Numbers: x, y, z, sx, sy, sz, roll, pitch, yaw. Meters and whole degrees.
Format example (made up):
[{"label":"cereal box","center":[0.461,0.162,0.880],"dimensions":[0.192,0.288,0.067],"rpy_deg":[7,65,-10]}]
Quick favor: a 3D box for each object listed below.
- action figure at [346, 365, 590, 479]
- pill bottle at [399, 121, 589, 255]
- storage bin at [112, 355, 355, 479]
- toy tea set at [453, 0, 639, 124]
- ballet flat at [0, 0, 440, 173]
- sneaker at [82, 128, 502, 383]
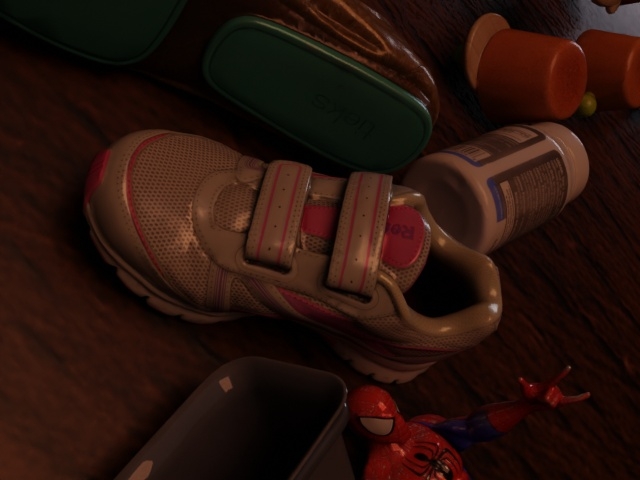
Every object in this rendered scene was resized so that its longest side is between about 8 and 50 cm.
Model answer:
[{"label":"action figure","center":[0.126,0.179,0.460],"dimensions":[0.280,0.139,0.091],"rpy_deg":[48,50,-8]},{"label":"pill bottle","center":[0.126,-0.038,0.578],"dimensions":[0.137,0.078,0.078],"rpy_deg":[-22,86,-39]},{"label":"storage bin","center":[-0.042,0.135,0.388],"dimensions":[0.135,0.098,0.091],"rpy_deg":[-47,129,-39]},{"label":"toy tea set","center":[0.226,-0.199,0.718],"dimensions":[0.336,0.124,0.200],"rpy_deg":[-16,112,-42]},{"label":"ballet flat","center":[-0.072,-0.151,0.469],"dimensions":[0.342,0.116,0.124],"rpy_deg":[21,41,-29]},{"label":"sneaker","center":[0.000,0.000,0.449],"dimensions":[0.252,0.111,0.103],"rpy_deg":[21,61,-28]}]
